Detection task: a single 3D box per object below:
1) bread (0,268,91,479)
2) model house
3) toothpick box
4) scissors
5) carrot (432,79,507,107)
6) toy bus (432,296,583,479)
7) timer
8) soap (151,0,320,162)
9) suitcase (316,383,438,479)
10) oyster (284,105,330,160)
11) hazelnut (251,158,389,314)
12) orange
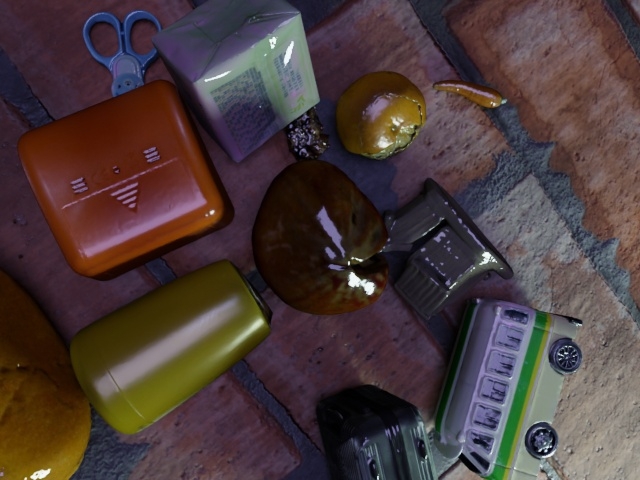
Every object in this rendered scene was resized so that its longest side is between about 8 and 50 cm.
[{"bbox_3d":[-0.482,0.188,0.693,0.183,0.236,0.389,-26,102,7],"label":"bread"},{"bbox_3d":[0.199,0.023,0.865,0.188,0.122,0.229,-40,81,4],"label":"model house"},{"bbox_3d":[-0.212,0.147,0.760,0.271,0.175,0.175,-32,94,-12],"label":"toothpick box"},{"bbox_3d":[-0.314,-0.248,0.819,0.125,0.030,0.256,-6,90,-7],"label":"scissors"},{"bbox_3d":[0.278,-0.276,0.925,0.142,0.035,0.035,15,86,-2],"label":"carrot"},{"bbox_3d":[0.309,0.256,0.864,0.179,0.143,0.306,18,87,-7],"label":"toy bus"},{"bbox_3d":[-0.295,-0.096,0.761,0.257,0.161,0.250,-26,89,-9],"label":"timer"},{"bbox_3d":[-0.119,-0.254,0.756,0.182,0.199,0.138,-40,67,-9],"label":"soap"},{"bbox_3d":[0.100,0.398,0.796,0.128,0.202,0.312,-13,91,-20],"label":"suitcase"},{"bbox_3d":[-0.033,-0.203,0.868,0.086,0.029,0.132,-35,97,-9],"label":"oyster"},{"bbox_3d":[0.000,0.000,0.776,0.217,0.217,0.252,-16,105,-10],"label":"hazelnut"},{"bbox_3d":[0.100,-0.213,0.849,0.156,0.134,0.157,-10,133,-12],"label":"orange"}]
